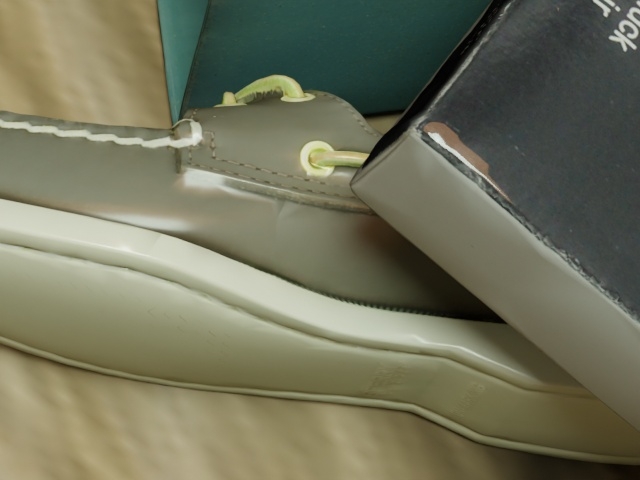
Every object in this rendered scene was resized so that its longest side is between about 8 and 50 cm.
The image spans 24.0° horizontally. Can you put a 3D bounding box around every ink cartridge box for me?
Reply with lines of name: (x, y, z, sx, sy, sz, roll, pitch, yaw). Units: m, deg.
ink cartridge box: (0.186, 0.025, 0.406, 0.333, 0.065, 0.165, 39, 71, -5)

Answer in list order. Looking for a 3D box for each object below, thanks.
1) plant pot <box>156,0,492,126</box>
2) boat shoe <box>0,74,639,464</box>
plant pot: (0.064, -0.147, 0.535, 0.234, 0.165, 0.165, -3, 69, -14)
boat shoe: (-0.001, 0.002, 0.498, 0.305, 0.109, 0.091, 12, 68, -8)
